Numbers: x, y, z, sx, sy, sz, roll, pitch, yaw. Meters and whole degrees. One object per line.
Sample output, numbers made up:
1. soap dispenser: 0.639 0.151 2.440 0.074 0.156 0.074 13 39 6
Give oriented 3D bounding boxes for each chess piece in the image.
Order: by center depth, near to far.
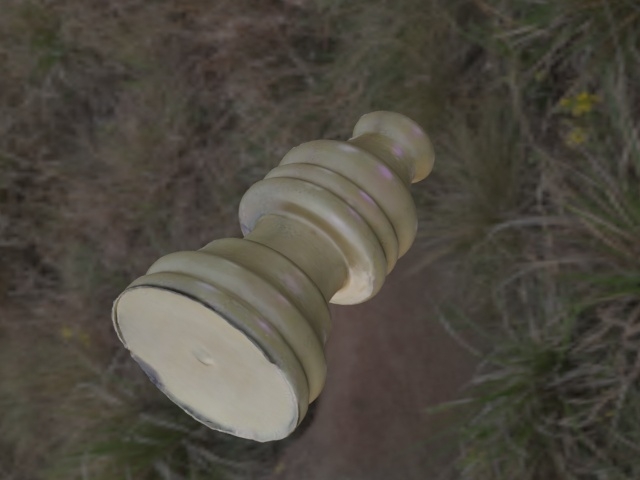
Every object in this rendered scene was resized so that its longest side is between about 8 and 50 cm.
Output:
1. chess piece: 0.000 0.000 0.987 0.139 0.307 0.124 0 123 38
